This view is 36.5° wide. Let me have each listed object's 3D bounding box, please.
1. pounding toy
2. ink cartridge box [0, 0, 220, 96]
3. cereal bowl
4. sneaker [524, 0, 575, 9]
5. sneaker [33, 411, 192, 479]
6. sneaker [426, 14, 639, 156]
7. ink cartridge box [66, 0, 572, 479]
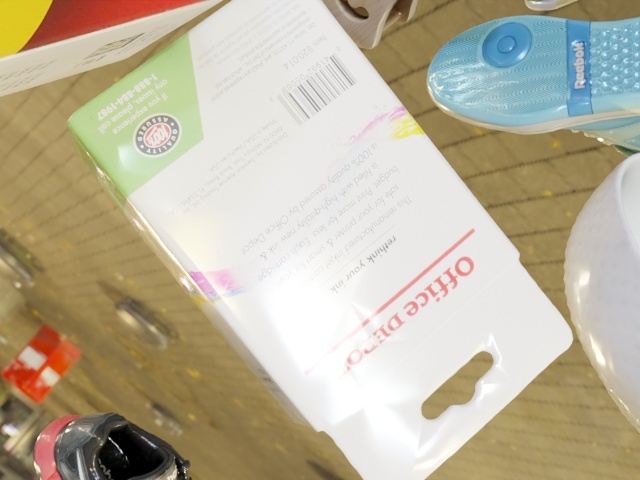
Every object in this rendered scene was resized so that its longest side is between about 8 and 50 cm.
[{"bbox_3d":[0.044,-0.263,0.962,0.269,0.155,0.154,3,127,48],"label":"pounding toy"},{"bbox_3d":[-0.238,-0.225,0.511,0.130,0.272,0.309,-13,103,49],"label":"ink cartridge box"},{"bbox_3d":[0.335,0.089,0.812,0.339,0.339,0.141,39,124,1],"label":"cereal bowl"},{"bbox_3d":[0.276,-0.360,1.182,0.126,0.127,0.321,61,-179,-16],"label":"sneaker"},{"bbox_3d":[-0.172,0.283,0.990,0.135,0.097,0.276,-32,97,41],"label":"sneaker"},{"bbox_3d":[0.282,-0.134,0.996,0.319,0.127,0.208,4,163,26],"label":"sneaker"},{"bbox_3d":[0.000,0.000,0.741,0.353,0.207,0.119,52,166,-2],"label":"ink cartridge box"}]
